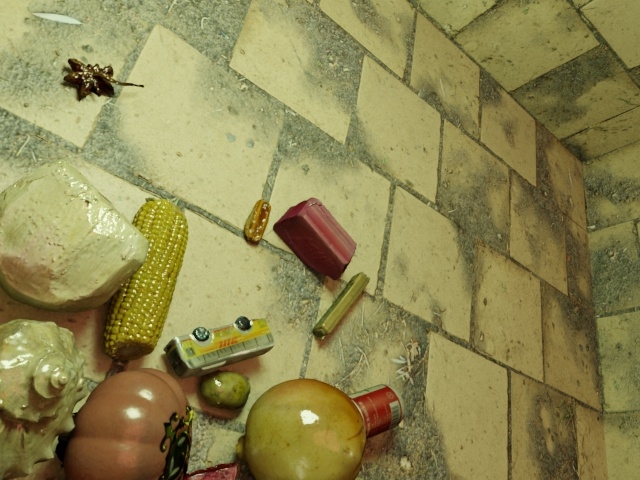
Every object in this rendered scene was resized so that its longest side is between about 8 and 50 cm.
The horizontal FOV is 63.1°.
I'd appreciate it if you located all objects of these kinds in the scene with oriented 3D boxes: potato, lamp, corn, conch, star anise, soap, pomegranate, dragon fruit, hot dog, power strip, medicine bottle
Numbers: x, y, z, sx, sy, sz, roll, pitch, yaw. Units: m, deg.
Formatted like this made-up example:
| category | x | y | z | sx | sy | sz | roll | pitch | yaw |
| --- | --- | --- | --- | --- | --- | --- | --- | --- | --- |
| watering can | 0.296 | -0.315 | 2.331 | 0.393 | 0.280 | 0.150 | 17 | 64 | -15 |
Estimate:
| category | x | y | z | sx | sy | sz | roll | pitch | yaw |
| --- | --- | --- | --- | --- | --- | --- | --- | --- | --- |
| potato | -0.230 | 0.368 | 1.284 | 0.137 | 0.070 | 0.092 | 21 | 63 | -34 |
| lamp | -0.386 | 0.404 | 1.025 | 0.305 | 0.239 | 0.306 | 1 | 90 | -82 |
| corn | -0.396 | 0.081 | 1.206 | 0.143 | 0.143 | 0.388 | 20 | 62 | -33 |
| conch | -0.532 | 0.299 | 0.865 | 0.210 | 0.352 | 0.297 | 41 | 35 | -18 |
| star anise | -0.543 | -0.402 | 1.312 | 0.190 | 0.070 | 0.098 | -4 | 75 | -43 |
| soap | 0.000 | 0.000 | 1.552 | 0.250 | 0.162 | 0.099 | 48 | 50 | -15 |
| pomegranate | -0.051 | 0.477 | 1.254 | 0.319 | 0.319 | 0.320 | 15 | 65 | -35 |
| dragon fruit | -0.246 | 0.565 | 1.181 | 0.147 | 0.102 | 0.096 | -2 | 68 | -31 |
| hot dog | -0.182 | -0.060 | 1.507 | 0.062 | 0.038 | 0.144 | 30 | 54 | -25 |
| power strip | 0.068 | 0.191 | 1.605 | 0.044 | 0.064 | 0.305 | 49 | 50 | -6 |
| medicine bottle | 0.119 | 0.498 | 1.488 | 0.250 | 0.131 | 0.131 | -3 | 76 | -40 |

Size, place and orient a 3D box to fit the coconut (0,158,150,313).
| category | x | y | z | sx | sy | sz | roll | pitch | yaw |
| --- | --- | --- | --- | --- | --- | --- | --- | --- | --- |
| coconut | -0.514 | 0.009 | 1.040 | 0.254 | 0.297 | 0.297 | -43 | 105 | -12 |

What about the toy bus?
| category | x | y | z | sx | sy | sz | roll | pitch | yaw |
| --- | --- | --- | --- | --- | --- | --- | --- | --- | --- |
| toy bus | -0.242 | 0.260 | 1.286 | 0.268 | 0.092 | 0.106 | -7 | 63 | -42 |

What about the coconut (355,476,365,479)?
| category | x | y | z | sx | sy | sz | roll | pitch | yaw |
| --- | --- | --- | --- | --- | --- | --- | --- | --- | --- |
| coconut | 0.074 | 0.731 | 1.282 | 0.259 | 0.259 | 0.260 | 15 | 65 | -35 |
